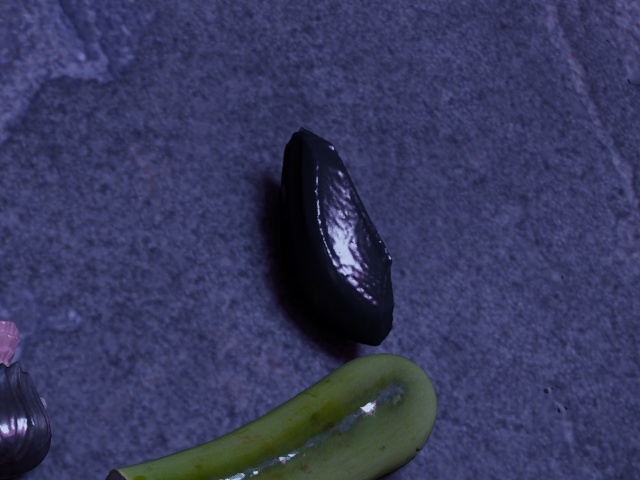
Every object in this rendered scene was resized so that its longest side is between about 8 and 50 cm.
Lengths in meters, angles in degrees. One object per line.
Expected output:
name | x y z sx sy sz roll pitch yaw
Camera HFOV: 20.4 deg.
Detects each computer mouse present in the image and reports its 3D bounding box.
computer mouse | 0.000 0.000 1.273 0.057 0.099 0.172 -17 74 -18

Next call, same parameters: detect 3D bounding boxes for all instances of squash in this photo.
squash | -0.023 0.144 1.186 0.250 0.083 0.083 -21 72 -31

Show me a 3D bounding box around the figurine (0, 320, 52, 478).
figurine | -0.216 0.095 1.130 0.072 0.054 0.129 -10 64 -27
